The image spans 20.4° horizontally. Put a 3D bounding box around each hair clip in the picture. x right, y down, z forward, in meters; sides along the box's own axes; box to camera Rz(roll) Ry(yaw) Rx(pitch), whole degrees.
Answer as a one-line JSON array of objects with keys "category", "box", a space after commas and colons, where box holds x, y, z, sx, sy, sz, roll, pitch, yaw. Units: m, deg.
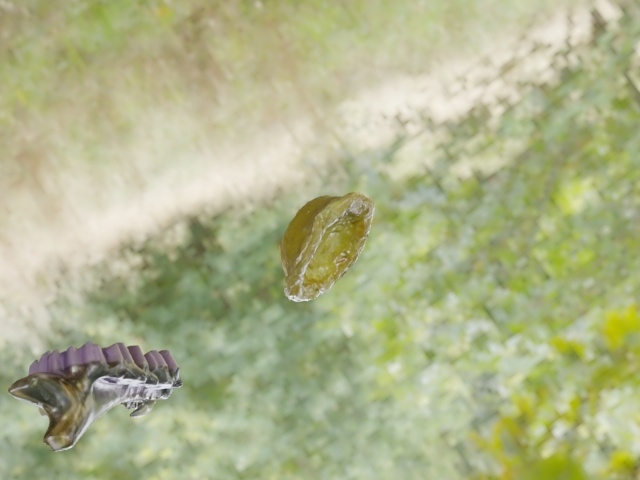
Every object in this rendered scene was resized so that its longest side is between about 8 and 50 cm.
[{"category": "hair clip", "box": [-0.186, 0.131, 1.549, 0.106, 0.084, 0.292, -18, 174, 12]}]

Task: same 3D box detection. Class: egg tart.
[{"category": "egg tart", "box": [0.000, 0.000, 1.396, 0.105, 0.039, 0.105, -40, 152, -27]}]
